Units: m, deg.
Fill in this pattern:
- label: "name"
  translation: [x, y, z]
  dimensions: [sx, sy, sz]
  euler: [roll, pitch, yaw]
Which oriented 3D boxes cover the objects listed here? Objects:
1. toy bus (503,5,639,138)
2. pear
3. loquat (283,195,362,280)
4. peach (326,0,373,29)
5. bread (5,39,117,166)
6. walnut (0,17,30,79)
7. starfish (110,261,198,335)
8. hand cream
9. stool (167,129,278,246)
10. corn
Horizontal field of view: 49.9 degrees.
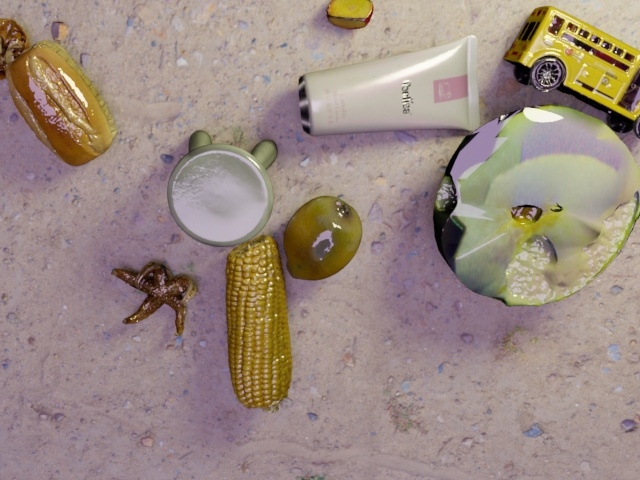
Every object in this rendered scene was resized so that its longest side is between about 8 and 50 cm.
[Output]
- label: "toy bus"
  translation: [0.526, -0.311, 1.298]
  dimensions: [0.331, 0.145, 0.151]
  euler: [24, 105, -7]
- label: "pear"
  translation: [0.406, -0.077, 1.363]
  dimensions: [0.399, 0.165, 0.398]
  euler: [0, 108, 0]
- label: "loquat"
  translation: [0.000, 0.000, 1.404]
  dimensions: [0.152, 0.152, 0.195]
  euler: [32, 113, -10]
- label: "peach"
  translation: [0.056, -0.431, 1.307]
  dimensions: [0.083, 0.050, 0.077]
  euler: [-33, 82, 1]
- label: "bread"
  translation: [-0.500, -0.261, 1.325]
  dimensions: [0.140, 0.106, 0.236]
  euler: [-30, 111, 5]
- label: "walnut"
  translation: [-0.613, -0.373, 1.321]
  dimensions: [0.091, 0.052, 0.121]
  euler: [2, 119, -46]
- label: "starfish"
  translation: [-0.363, 0.119, 1.475]
  dimensions: [0.190, 0.074, 0.146]
  euler: [26, 105, -8]
- label: "hand cream"
  translation: [0.135, -0.281, 1.332]
  dimensions: [0.359, 0.118, 0.185]
  euler: [-8, 108, -4]
- label: "stool"
  translation: [-0.181, -0.109, 1.338]
  dimensions: [0.195, 0.198, 0.195]
  euler: [8, 110, -2]
- label: "corn"
  translation: [-0.135, 0.180, 1.465]
  dimensions: [0.144, 0.144, 0.387]
  euler: [-4, 104, 1]
